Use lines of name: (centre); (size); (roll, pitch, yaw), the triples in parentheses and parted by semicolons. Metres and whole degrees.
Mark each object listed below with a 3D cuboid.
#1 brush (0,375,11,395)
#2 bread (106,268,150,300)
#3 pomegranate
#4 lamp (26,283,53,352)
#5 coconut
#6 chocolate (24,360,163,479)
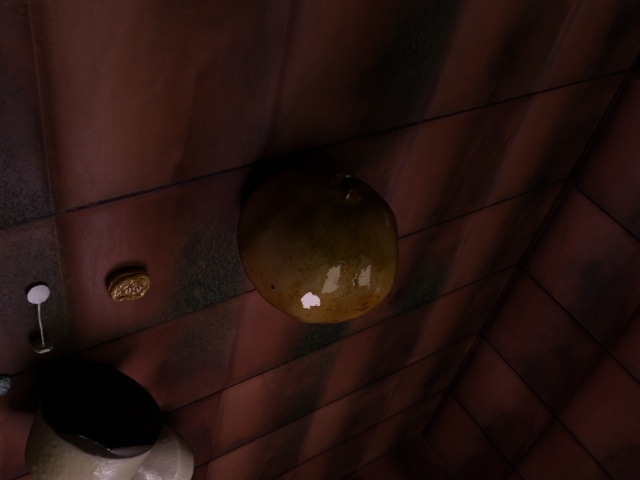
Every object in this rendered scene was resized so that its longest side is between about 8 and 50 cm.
brush: (-0.833, 0.353, 1.656); (0.196, 0.021, 0.070); (5, 128, -46)
bread: (-0.464, 0.106, 1.702); (0.111, 0.044, 0.083); (-7, 133, -43)
pomegranate: (0.000, 0.000, 1.727); (0.417, 0.416, 0.416); (-27, 147, -20)
lamp: (-0.649, 0.173, 1.616); (0.050, 0.056, 0.198); (-14, 130, -33)
coconut: (-0.529, 0.693, 2.199); (0.237, 0.237, 0.266); (-38, 154, -2)
chocolate: (-0.600, 0.512, 1.785); (0.297, 0.314, 0.326); (-55, 148, 8)
